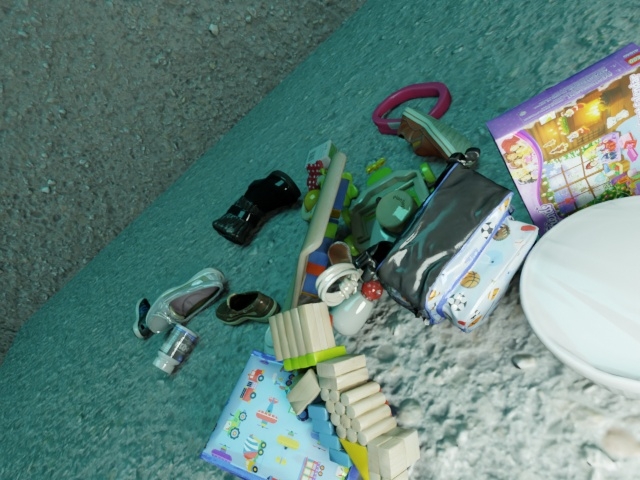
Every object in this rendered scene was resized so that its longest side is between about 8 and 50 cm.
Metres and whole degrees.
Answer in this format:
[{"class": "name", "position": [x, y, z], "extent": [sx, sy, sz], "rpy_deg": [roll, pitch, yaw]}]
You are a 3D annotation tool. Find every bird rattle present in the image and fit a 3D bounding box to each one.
[{"class": "bird rattle", "position": [-0.010, -0.158, 1.310], "extent": [0.207, 0.143, 0.253], "rpy_deg": [-63, 31, 1]}]

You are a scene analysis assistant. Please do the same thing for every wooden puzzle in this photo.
[{"class": "wooden puzzle", "position": [0.000, 0.000, 1.040], "extent": [0.348, 0.081, 0.322], "rpy_deg": [110, 177, -53]}]

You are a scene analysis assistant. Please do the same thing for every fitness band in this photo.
[{"class": "fitness band", "position": [0.299, -0.442, 1.360], "extent": [0.209, 0.054, 0.291], "rpy_deg": [-48, 33, -11]}]

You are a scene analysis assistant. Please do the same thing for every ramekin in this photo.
[{"class": "ramekin", "position": [0.422, 0.083, 0.536], "extent": [0.273, 0.127, 0.273], "rpy_deg": [-23, 44, 23]}]

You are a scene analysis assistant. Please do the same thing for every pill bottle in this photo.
[{"class": "pill bottle", "position": [-0.454, 0.337, 1.266], "extent": [0.078, 0.078, 0.137], "rpy_deg": [1, 54, 48]}]

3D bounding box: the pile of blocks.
[{"class": "pile of blocks", "position": [0.039, 0.264, 0.710], "extent": [0.149, 0.113, 0.362], "rpy_deg": [-51, 57, 29]}]

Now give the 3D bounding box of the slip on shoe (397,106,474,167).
[{"class": "slip on shoe", "position": [0.309, -0.269, 1.114], "extent": [0.101, 0.123, 0.331], "rpy_deg": [-67, 29, 26]}]

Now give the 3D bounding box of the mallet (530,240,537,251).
[{"class": "mallet", "position": [0.393, 0.059, 0.704], "extent": [0.062, 0.039, 0.189], "rpy_deg": [-37, 37, 9]}]

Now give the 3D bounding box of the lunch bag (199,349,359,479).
[{"class": "lunch bag", "position": [-0.037, 0.355, 0.763], "extent": [0.293, 0.138, 0.221], "rpy_deg": [2, 51, 33]}]

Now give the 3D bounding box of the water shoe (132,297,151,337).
[{"class": "water shoe", "position": [-0.667, 0.294, 1.576], "extent": [0.080, 0.073, 0.203], "rpy_deg": [-20, 38, -3]}]

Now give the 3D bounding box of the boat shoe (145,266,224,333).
[{"class": "boat shoe", "position": [-0.462, 0.216, 1.383], "extent": [0.320, 0.118, 0.103], "rpy_deg": [-33, 29, 4]}]

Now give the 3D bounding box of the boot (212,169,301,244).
[{"class": "boot", "position": [-0.236, -0.109, 1.480], "extent": [0.260, 0.131, 0.348], "rpy_deg": [-51, 22, -23]}]

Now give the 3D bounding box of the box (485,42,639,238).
[{"class": "box", "position": [0.413, -0.118, 0.637], "extent": [0.201, 0.293, 0.057], "rpy_deg": [-27, 39, 25]}]

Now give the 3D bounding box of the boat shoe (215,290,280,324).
[{"class": "boat shoe", "position": [-0.233, 0.183, 1.183], "extent": [0.257, 0.095, 0.095], "rpy_deg": [-13, 43, 39]}]

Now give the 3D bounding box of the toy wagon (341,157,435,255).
[{"class": "toy wagon", "position": [0.183, -0.103, 1.083], "extent": [0.267, 0.068, 0.344], "rpy_deg": [-29, 35, 21]}]

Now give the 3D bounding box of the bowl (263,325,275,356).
[{"class": "bowl", "position": [-0.080, 0.237, 0.972], "extent": [0.170, 0.080, 0.170], "rpy_deg": [-28, 37, 23]}]

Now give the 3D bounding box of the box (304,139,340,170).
[{"class": "box", "position": [0.014, -0.279, 1.446], "extent": [0.102, 0.087, 0.101], "rpy_deg": [-20, 39, 31]}]

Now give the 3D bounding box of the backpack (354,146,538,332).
[{"class": "backpack", "position": [0.228, 0.030, 0.705], "extent": [0.213, 0.263, 0.276], "rpy_deg": [43, 88, 20]}]

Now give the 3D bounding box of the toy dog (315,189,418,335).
[{"class": "toy dog", "position": [0.109, 0.025, 0.877], "extent": [0.334, 0.220, 0.161], "rpy_deg": [-40, 41, -8]}]
